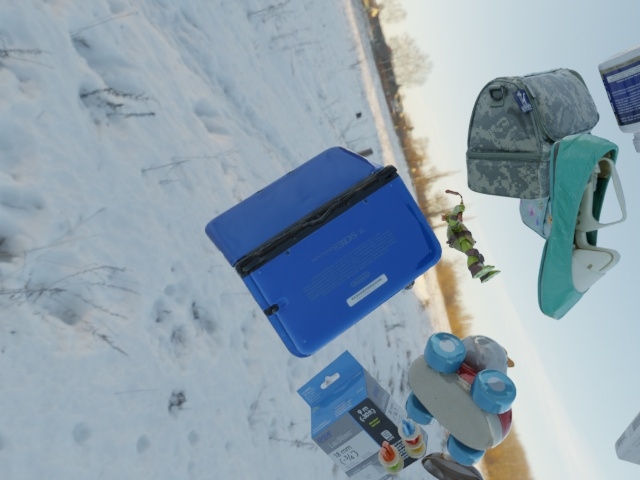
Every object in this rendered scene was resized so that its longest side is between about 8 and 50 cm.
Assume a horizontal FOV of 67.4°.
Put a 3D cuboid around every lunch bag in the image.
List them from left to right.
[{"bbox_3d":[0.477,-0.251,1.088,0.305,0.212,0.256,-22,113,-36],"label":"lunch bag"},{"bbox_3d":[0.688,-0.150,1.417,0.224,0.108,0.279,-100,-175,-64],"label":"lunch bag"}]

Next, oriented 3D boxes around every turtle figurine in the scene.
[{"bbox_3d":[0.362,-0.004,1.216,0.269,0.087,0.217,46,19,-59],"label":"turtle figurine"}]

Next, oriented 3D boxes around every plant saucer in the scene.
[{"bbox_3d":[0.343,0.590,1.231,0.029,0.168,0.168,-58,140,-36],"label":"plant saucer"}]

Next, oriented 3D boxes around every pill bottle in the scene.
[{"bbox_3d":[0.537,-0.236,0.796,0.169,0.094,0.094,65,13,-9],"label":"pill bottle"}]

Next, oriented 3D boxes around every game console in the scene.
[{"bbox_3d":[0.000,0.000,0.786,0.250,0.293,0.173,58,-13,-6],"label":"game console"}]

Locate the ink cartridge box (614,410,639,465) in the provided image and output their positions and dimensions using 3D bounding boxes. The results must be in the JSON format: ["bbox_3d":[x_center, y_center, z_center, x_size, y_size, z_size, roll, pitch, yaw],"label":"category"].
[{"bbox_3d":[0.860,0.492,1.145,0.056,0.225,0.181,-64,160,-49],"label":"ink cartridge box"}]

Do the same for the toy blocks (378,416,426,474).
[{"bbox_3d":[0.189,0.490,1.158,0.054,0.123,0.148,47,-15,48],"label":"toy blocks"}]

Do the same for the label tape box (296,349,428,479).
[{"bbox_3d":[0.101,0.518,1.368,0.333,0.240,0.106,45,24,1],"label":"label tape box"}]

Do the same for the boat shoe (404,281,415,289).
[{"bbox_3d":[0.219,0.049,1.343,0.066,0.066,0.183,-17,75,-36],"label":"boat shoe"}]

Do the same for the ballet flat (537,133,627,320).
[{"bbox_3d":[0.332,-0.010,0.605,0.083,0.087,0.247,-4,99,-36],"label":"ballet flat"}]

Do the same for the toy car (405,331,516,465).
[{"bbox_3d":[0.320,0.274,0.963,0.210,0.238,0.219,38,-41,35],"label":"toy car"}]
